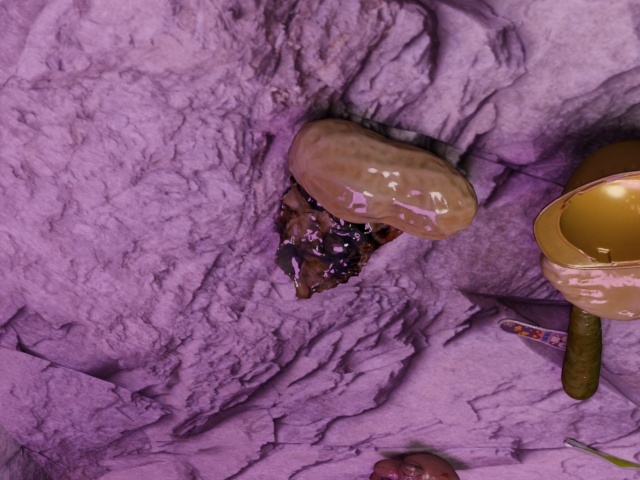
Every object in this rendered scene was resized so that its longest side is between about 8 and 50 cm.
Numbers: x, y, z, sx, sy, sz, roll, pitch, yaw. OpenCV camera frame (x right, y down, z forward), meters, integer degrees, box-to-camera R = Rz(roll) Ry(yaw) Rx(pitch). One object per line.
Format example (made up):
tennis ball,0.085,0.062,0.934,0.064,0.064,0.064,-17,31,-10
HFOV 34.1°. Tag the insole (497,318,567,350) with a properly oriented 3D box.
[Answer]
insole,0.438,0.185,2.007,0.197,0.004,0.065,16,147,2

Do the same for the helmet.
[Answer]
helmet,0.439,-0.070,1.510,0.257,0.140,0.205,-12,136,25

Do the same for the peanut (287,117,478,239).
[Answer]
peanut,0.098,-0.090,1.643,0.313,0.152,0.152,19,147,-6

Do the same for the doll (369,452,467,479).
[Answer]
doll,0.225,0.634,2.633,0.201,0.156,0.303,23,151,-19

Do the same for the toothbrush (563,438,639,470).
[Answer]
toothbrush,0.664,0.494,2.335,0.263,0.022,0.026,23,135,-7

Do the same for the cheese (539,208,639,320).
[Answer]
cheese,0.471,0.026,1.671,0.214,0.117,0.226,34,139,-16

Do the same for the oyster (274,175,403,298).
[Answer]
oyster,-0.007,0.004,1.880,0.221,0.096,0.361,32,142,-9

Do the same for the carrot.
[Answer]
carrot,0.483,0.190,1.918,0.074,0.074,0.358,7,146,16
